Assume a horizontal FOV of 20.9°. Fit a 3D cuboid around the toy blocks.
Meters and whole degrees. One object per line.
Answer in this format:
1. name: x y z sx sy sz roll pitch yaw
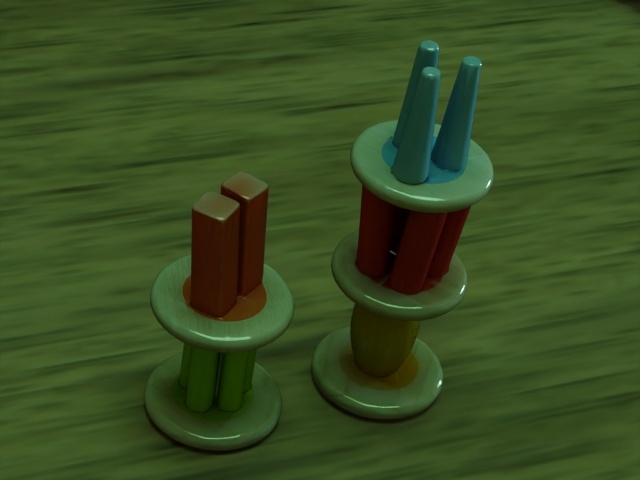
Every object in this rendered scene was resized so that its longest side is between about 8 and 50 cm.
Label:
1. toy blocks: 0.000 0.000 0.627 0.123 0.148 0.054 -8 40 -22
